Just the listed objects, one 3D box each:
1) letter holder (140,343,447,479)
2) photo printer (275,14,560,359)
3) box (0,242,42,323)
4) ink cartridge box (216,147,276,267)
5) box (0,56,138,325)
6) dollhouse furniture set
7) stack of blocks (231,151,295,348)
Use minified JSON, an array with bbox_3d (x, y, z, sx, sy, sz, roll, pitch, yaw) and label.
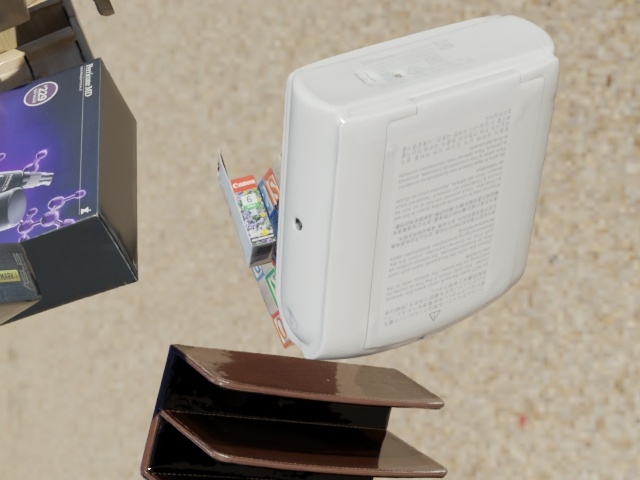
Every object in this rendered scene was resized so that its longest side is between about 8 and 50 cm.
[{"bbox_3d":[-0.003,0.227,1.710,0.214,0.302,0.152,27,105,56],"label":"letter holder"},{"bbox_3d":[0.083,-0.035,1.452,0.107,0.256,0.307,46,144,41],"label":"photo printer"},{"bbox_3d":[-0.368,0.076,1.283,0.232,0.183,0.059,-30,79,27],"label":"box"},{"bbox_3d":[-0.078,-0.036,1.648,0.063,0.029,0.115,106,147,-66],"label":"ink cartridge box"},{"bbox_3d":[-0.286,-0.049,1.620,0.261,0.184,0.103,-99,-11,-49],"label":"box"},{"bbox_3d":[-0.392,-0.316,1.870,0.394,0.362,0.256,72,173,-58],"label":"dollhouse furniture set"},{"bbox_3d":[0.000,0.000,1.769,0.171,0.087,0.297,67,160,9],"label":"stack of blocks"}]
